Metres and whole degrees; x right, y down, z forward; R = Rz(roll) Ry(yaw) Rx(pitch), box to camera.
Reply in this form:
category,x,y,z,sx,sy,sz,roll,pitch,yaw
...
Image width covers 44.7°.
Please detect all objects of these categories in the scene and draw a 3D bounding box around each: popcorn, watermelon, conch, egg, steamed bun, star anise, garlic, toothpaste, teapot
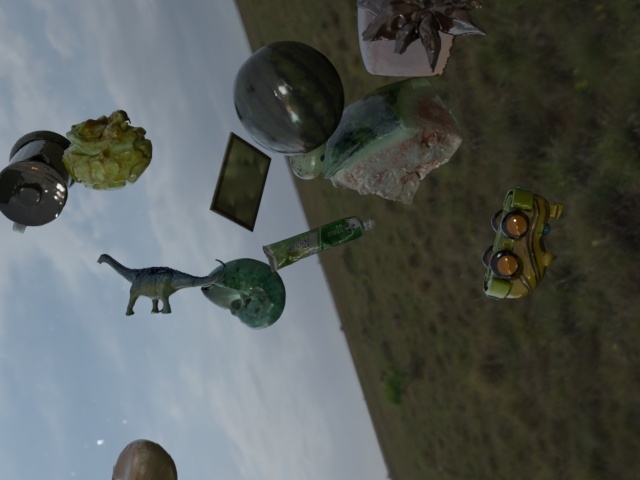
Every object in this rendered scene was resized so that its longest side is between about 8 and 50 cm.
category,x,y,z,sx,sy,sz,roll,pitch,yaw
popcorn,-0.539,-0.218,1.977,0.204,0.221,0.183,-95,-6,-46
watermelon,0.351,-0.313,2.218,0.155,0.080,0.101,79,-175,-82
conch,-0.173,0.133,1.927,0.134,0.196,0.202,-57,-46,-39
watermelon,-0.057,-0.261,1.443,0.212,0.212,0.212,163,90,-90
egg,-0.018,-0.182,1.678,0.085,0.110,0.085,35,-165,-11
steamed bun,0.202,-0.551,1.782,0.379,0.235,0.248,87,-175,-71
star anise,0.152,-0.328,1.099,0.182,0.195,0.065,46,164,28
watermelon,0.145,-0.204,1.576,0.232,0.193,0.310,41,-140,2
garlic,-0.345,0.455,1.540,0.207,0.128,0.115,178,94,-74
toothpaste,0.000,0.000,1.684,0.047,0.248,0.078,78,171,-53
teapot,-0.785,-0.143,2.135,0.270,0.200,0.337,-63,20,13

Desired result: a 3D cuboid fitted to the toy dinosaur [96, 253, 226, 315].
category,x,y,z,sx,sy,sz,roll,pitch,yaw
toy dinosaur,-0.393,0.112,1.886,0.076,0.363,0.147,-2,-86,-67

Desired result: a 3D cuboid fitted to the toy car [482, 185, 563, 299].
category,x,y,z,sx,sy,sz,roll,pitch,yaw
toy car,0.433,0.012,1.659,0.200,0.142,0.247,-41,-36,-80

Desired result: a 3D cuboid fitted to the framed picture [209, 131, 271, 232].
category,x,y,z,sx,sy,sz,roll,pitch,yaw
framed picture,-0.215,-0.157,2.125,0.173,0.010,0.231,32,-115,-45
